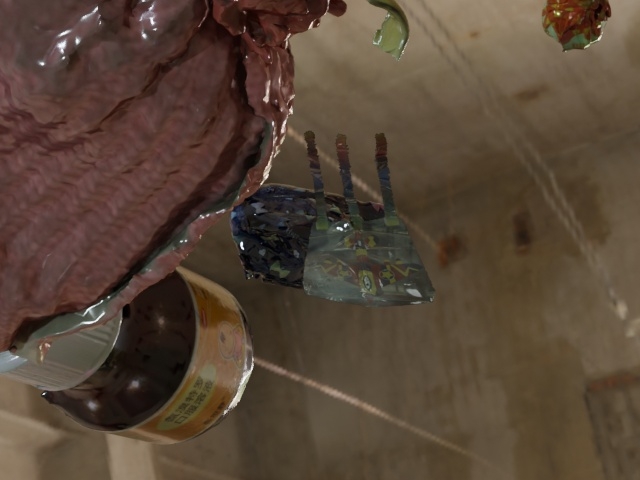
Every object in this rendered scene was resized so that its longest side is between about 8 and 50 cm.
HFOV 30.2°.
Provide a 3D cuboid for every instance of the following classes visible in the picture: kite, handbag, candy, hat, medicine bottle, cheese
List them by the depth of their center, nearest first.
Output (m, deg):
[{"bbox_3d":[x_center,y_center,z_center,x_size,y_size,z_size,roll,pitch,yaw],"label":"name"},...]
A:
[{"bbox_3d":[-0.097,-0.088,0.485,0.237,0.286,0.107,57,-149,-14],"label":"hat"},{"bbox_3d":[0.037,-0.013,1.167,0.245,0.141,0.015,79,-165,-44],"label":"kite"},{"bbox_3d":[0.072,-0.241,1.290,0.060,0.041,0.084,-125,11,-58],"label":"cheese"},{"bbox_3d":[0.311,-0.292,1.309,0.288,0.078,0.084,111,157,-77],"label":"candy"},{"bbox_3d":[-0.271,0.122,1.462,0.395,0.242,0.242,23,-126,-58],"label":"medicine bottle"},{"bbox_3d":[0.000,0.000,1.637,0.260,0.113,0.162,10,-143,-15],"label":"handbag"}]
